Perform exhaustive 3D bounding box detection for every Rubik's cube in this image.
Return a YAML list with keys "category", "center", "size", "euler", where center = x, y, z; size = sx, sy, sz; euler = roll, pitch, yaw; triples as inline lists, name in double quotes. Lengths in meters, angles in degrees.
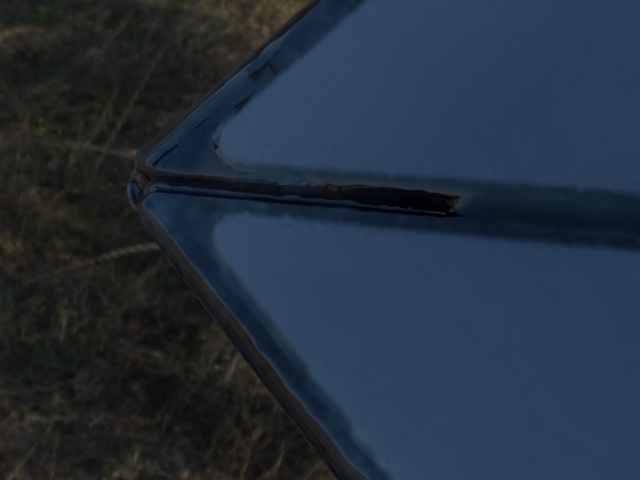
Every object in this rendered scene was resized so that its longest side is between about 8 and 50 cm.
- category: "Rubik's cube"
  center: [0.136, 0.008, 0.420]
  size: [0.255, 0.259, 0.260]
  euler: [51, 6, 11]
